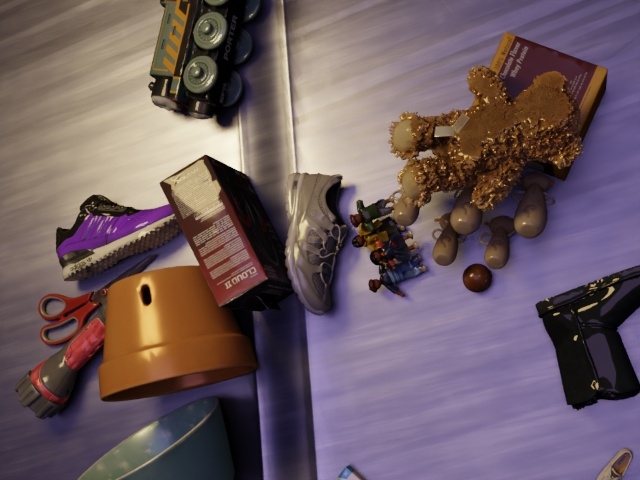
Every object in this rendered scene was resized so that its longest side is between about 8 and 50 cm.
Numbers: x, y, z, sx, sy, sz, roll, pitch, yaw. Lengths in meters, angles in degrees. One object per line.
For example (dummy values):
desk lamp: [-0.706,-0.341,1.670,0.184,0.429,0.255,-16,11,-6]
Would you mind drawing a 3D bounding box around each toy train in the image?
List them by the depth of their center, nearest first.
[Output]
toy train: [-0.241,-0.409,1.956,0.190,0.142,0.334,11,88,28]

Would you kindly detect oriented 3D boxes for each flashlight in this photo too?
flashlight: [-0.473,0.221,1.947,0.304,0.103,0.103,-44,73,7]

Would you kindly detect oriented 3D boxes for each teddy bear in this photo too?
teddy bear: [0.278,-0.170,1.665,0.338,0.113,0.245,-31,62,13]

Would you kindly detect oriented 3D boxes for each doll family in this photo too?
doll family: [0.117,0.013,1.827,0.111,0.076,0.193,-25,72,-9]

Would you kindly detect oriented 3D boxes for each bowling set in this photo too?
bowling set: [0.273,-0.021,1.777,0.287,0.200,0.154,8,43,13]

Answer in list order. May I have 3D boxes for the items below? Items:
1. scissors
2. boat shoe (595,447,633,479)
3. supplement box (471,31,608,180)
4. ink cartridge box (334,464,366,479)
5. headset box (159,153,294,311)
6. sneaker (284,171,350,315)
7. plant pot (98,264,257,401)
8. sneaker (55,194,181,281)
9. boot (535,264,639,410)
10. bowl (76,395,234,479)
scissors: [-0.453,0.125,2.000,0.297,0.021,0.109,-21,76,11]
boat shoe: [0.509,0.405,1.692,0.035,0.035,0.100,38,93,16]
supplement box: [0.388,-0.240,1.758,0.194,0.129,0.191,24,90,16]
ink cartridge box: [0.067,0.464,1.808,0.083,0.028,0.048,38,94,16]
headset box: [-0.156,0.006,1.829,0.110,0.218,0.293,-30,76,11]
sneaker: [0.000,0.000,1.840,0.115,0.105,0.281,-8,80,21]
plant pot: [-0.277,0.169,1.806,0.291,0.291,0.203,-15,77,13]
sneaker: [-0.415,-0.036,1.964,0.293,0.102,0.146,-24,77,11]
boot: [0.516,0.168,1.688,0.246,0.094,0.207,-23,74,18]
bowl: [-0.282,0.439,1.792,0.311,0.311,0.163,-29,97,10]
